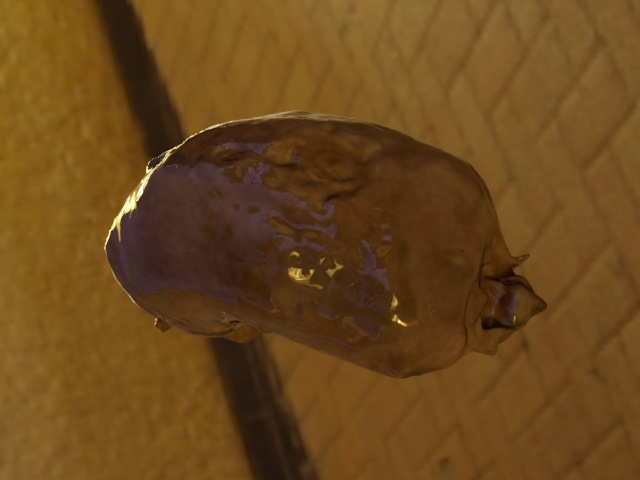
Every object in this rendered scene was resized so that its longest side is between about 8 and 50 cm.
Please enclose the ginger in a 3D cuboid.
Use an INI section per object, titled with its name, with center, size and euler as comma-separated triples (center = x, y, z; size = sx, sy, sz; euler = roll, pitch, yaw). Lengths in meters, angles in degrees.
[ginger]
center = 0.000, 0.000, 1.030
size = 0.152, 0.267, 0.138
euler = 66, -142, -55
